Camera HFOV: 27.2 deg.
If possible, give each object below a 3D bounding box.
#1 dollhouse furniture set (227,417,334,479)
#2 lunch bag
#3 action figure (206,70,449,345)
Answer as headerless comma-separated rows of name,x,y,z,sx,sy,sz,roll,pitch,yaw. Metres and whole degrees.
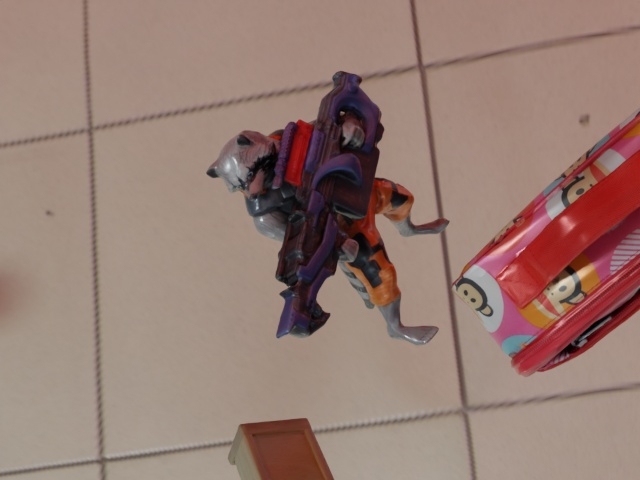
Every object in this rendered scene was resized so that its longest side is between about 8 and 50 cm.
dollhouse furniture set,0.045,0.193,0.708,0.161,0.101,0.182,-1,41,-25
lunch bag,0.238,-0.028,0.963,0.293,0.258,0.120,-43,76,27
action figure,0.000,0.000,1.528,0.178,0.330,0.341,-19,42,46
